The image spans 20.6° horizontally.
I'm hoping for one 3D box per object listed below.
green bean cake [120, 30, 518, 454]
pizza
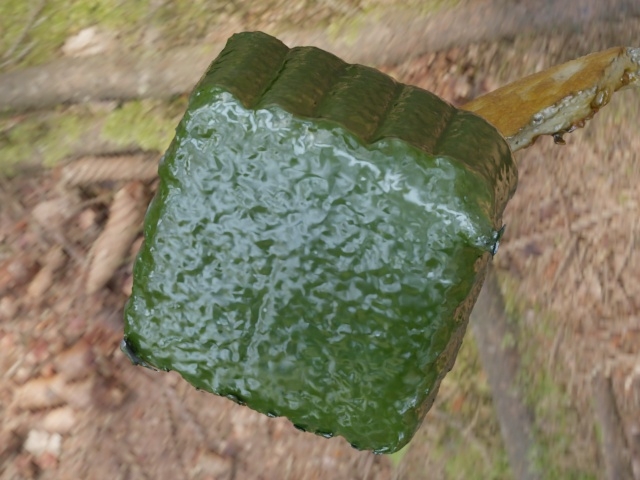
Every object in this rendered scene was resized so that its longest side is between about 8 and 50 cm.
[{"bbox_3d":[0.000,0.000,1.288,0.247,0.156,0.250,20,118,5],"label":"green bean cake"},{"bbox_3d":[0.195,-0.120,1.704,0.271,0.134,0.056,-25,111,-8],"label":"pizza"}]
